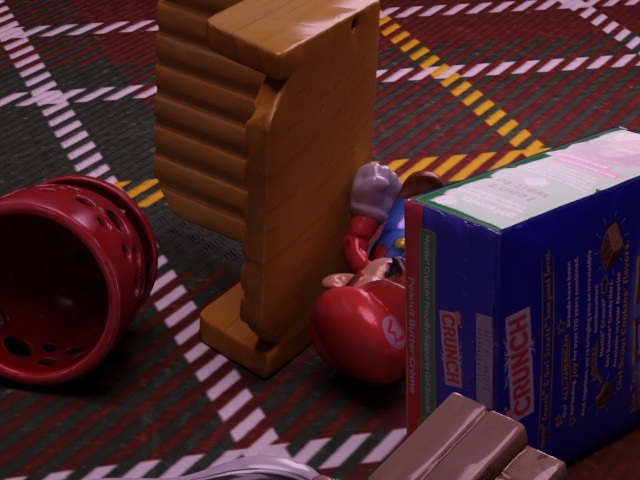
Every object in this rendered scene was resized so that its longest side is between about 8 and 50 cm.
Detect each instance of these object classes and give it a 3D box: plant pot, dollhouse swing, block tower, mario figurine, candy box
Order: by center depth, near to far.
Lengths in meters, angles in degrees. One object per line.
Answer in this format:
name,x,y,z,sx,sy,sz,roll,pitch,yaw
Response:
block tower,0.119,0.263,1.265,0.091,0.335,0.097,23,53,38
candy box,0.222,0.061,1.800,0.122,0.268,0.317,18,27,40
plant pot,-0.261,0.030,1.917,0.191,0.191,0.174,9,19,14
mario figurine,0.108,0.032,1.960,0.198,0.170,0.320,14,30,13
dollhouse swing,-0.115,-0.097,2.020,0.305,0.347,0.315,15,26,23

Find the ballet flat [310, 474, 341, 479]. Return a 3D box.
ballet flat,0.016,0.261,1.229,0.079,0.077,0.221,-16,72,-21

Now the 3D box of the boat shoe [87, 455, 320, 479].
boat shoe,-0.107,0.235,1.600,0.228,0.080,0.076,-1,27,-6
